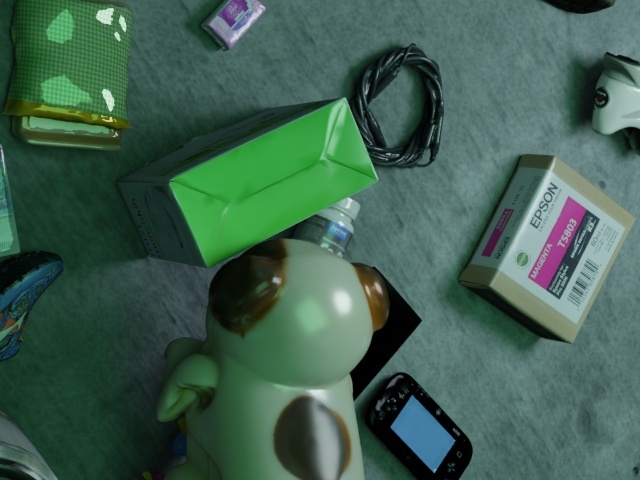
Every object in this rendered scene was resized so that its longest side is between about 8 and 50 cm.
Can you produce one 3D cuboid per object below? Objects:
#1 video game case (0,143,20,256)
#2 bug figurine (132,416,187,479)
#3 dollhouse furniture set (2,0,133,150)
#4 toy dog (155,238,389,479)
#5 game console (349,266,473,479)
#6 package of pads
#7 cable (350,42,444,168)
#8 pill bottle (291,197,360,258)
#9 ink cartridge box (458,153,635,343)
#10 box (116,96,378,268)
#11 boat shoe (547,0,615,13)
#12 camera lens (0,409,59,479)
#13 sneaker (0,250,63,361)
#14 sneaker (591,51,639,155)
[{"bbox_3d":[-0.467,-0.040,1.610,0.157,0.019,0.143,-12,99,-25],"label":"video game case"},{"bbox_3d":[-0.162,0.371,1.760,0.216,0.072,0.279,-31,103,-27],"label":"bug figurine"},{"bbox_3d":[-0.356,-0.217,1.577,0.301,0.151,0.198,2,93,-27],"label":"dollhouse furniture set"},{"bbox_3d":[-0.064,0.200,1.571,0.284,0.395,0.408,6,93,-20],"label":"toy dog"},{"bbox_3d":[0.109,0.225,1.904,0.213,0.044,0.361,-48,113,-15],"label":"game console"},{"bbox_3d":[-0.120,-0.305,1.756,0.050,0.032,0.083,47,74,-23],"label":"package of pads"},{"bbox_3d":[0.113,-0.199,1.879,0.150,0.047,0.185,6,93,-22],"label":"cable"},{"bbox_3d":[0.000,0.000,1.812,0.078,0.078,0.137,28,81,-25],"label":"pill bottle"},{"bbox_3d":[0.353,0.013,1.986,0.193,0.088,0.235,33,80,-26],"label":"ink cartridge box"},{"bbox_3d":[-0.102,-0.080,1.670,0.262,0.231,0.127,-28,103,-23],"label":"box"},{"bbox_3d":[0.322,-0.451,1.929,0.324,0.122,0.120,20,79,-34],"label":"boat shoe"},{"bbox_3d":[-0.425,0.310,1.501,0.219,0.274,0.219,-5,103,-25],"label":"camera lens"},{"bbox_3d":[-0.407,0.102,1.626,0.221,0.083,0.087,-46,125,-11],"label":"sneaker"},{"bbox_3d":[0.565,-0.202,2.074,0.330,0.122,0.146,8,108,-28],"label":"sneaker"}]
